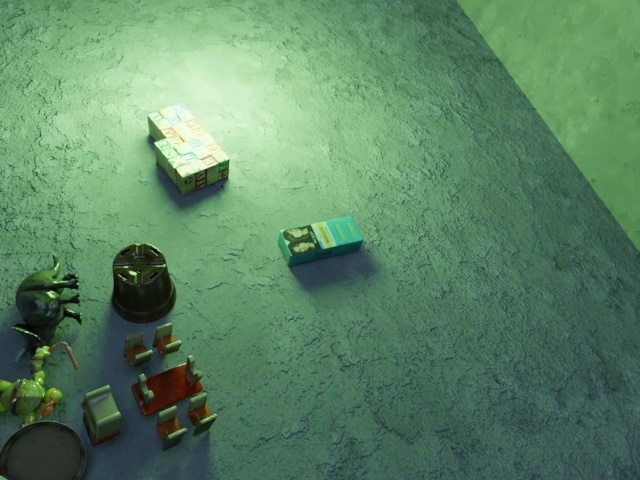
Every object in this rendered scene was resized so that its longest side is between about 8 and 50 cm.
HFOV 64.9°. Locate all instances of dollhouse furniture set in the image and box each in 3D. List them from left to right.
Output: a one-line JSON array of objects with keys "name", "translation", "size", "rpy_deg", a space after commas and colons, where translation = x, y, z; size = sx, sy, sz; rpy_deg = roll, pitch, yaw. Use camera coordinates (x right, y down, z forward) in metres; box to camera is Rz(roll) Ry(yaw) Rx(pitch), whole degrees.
[{"name": "dollhouse furniture set", "translation": [-0.406, 0.364, 1.169], "size": [0.259, 0.135, 0.262], "rpy_deg": [-16, 59, -37]}]

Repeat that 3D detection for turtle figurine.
[{"name": "turtle figurine", "translation": [-0.663, 0.358, 1.099], "size": [0.217, 0.087, 0.269], "rpy_deg": [0, 74, -3]}]

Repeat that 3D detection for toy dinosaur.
[{"name": "toy dinosaur", "translation": [-0.682, 0.142, 1.243], "size": [0.160, 0.121, 0.313], "rpy_deg": [-6, 59, -26]}]

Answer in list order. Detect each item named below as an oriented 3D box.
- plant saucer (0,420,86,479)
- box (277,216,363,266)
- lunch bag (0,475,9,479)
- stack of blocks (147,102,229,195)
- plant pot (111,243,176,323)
[{"name": "plant saucer", "translation": [-0.580, 0.461, 1.054], "size": [0.169, 0.029, 0.168], "rpy_deg": [1, 84, -16]}, {"name": "box", "translation": [0.000, 0.000, 1.550], "size": [0.244, 0.060, 0.100], "rpy_deg": [-12, 59, -22]}, {"name": "lunch bag", "translation": [-0.656, 0.550, 0.904], "size": [0.305, 0.212, 0.256], "rpy_deg": [25, 43, 6]}, {"name": "stack of blocks", "translation": [-0.451, -0.303, 1.641], "size": [0.171, 0.087, 0.297], "rpy_deg": [-29, 66, -29]}, {"name": "plant pot", "translation": [-0.459, 0.102, 1.297], "size": [0.167, 0.165, 0.167], "rpy_deg": [7, 53, -10]}]
